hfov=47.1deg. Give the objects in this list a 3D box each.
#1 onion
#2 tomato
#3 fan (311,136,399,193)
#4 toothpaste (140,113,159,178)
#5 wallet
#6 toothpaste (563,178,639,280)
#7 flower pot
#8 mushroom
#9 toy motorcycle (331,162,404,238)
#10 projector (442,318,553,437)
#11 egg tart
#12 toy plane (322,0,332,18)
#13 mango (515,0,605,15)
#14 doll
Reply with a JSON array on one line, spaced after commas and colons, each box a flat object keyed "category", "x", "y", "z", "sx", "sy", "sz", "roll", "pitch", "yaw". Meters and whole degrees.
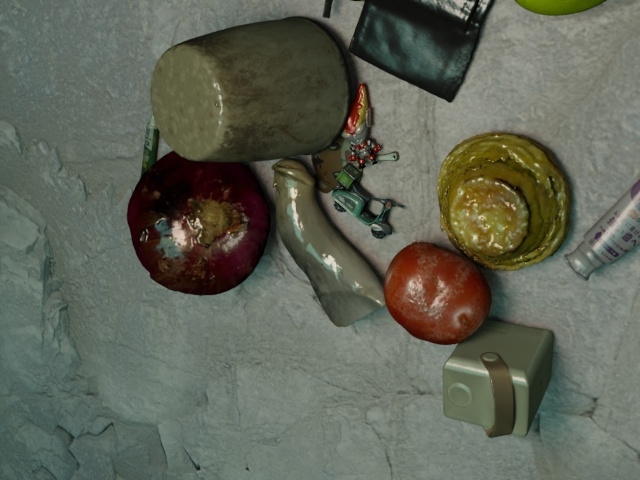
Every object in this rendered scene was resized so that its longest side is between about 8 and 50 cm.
[{"category": "onion", "x": -0.297, "y": -0.040, "z": 1.754, "sx": 0.348, "sy": 0.347, "sz": 0.385, "roll": 61, "pitch": 162, "yaw": -6}, {"category": "tomato", "x": 0.234, "y": 0.113, "z": 1.517, "sx": 0.232, "sy": 0.232, "sz": 0.189, "roll": 32, "pitch": 85, "yaw": 16}, {"category": "fan", "x": 0.070, "y": -0.177, "z": 1.618, "sx": 0.226, "sy": 0.008, "sz": 0.153, "roll": 1, "pitch": 112, "yaw": 32}, {"category": "toothpaste", "x": -0.439, "y": -0.233, "z": 1.891, "sx": 0.049, "sy": 0.031, "sz": 0.204, "roll": 28, "pitch": 125, "yaw": 20}, {"category": "wallet", "x": 0.202, "y": -0.451, "z": 1.387, "sx": 0.247, "sy": 0.041, "sz": 0.323, "roll": 30, "pitch": 128, "yaw": 14}, {"category": "toothpaste", "x": 0.577, "y": -0.044, "z": 1.337, "sx": 0.114, "sy": 0.073, "sz": 0.299, "roll": 45, "pitch": 119, "yaw": 6}, {"category": "flower pot", "x": -0.149, "y": -0.297, "z": 1.470, "sx": 0.293, "sy": 0.330, "sz": 0.294, "roll": 14, "pitch": 112, "yaw": 40}, {"category": "mushroom", "x": 0.000, "y": -0.001, "z": 1.663, "sx": 0.397, "sy": 0.126, "sz": 0.177, "roll": 55, "pitch": 140, "yaw": 1}, {"category": "toy motorcycle", "x": 0.099, "y": -0.080, "z": 1.612, "sx": 0.173, "sy": 0.058, "sz": 0.100, "roll": 41, "pitch": 127, "yaw": 5}, {"category": "projector", "x": 0.362, "y": 0.279, "z": 1.502, "sx": 0.177, "sy": 0.242, "sz": 0.164, "roll": 7, "pitch": 117, "yaw": 28}, {"category": "egg tart", "x": 0.344, "y": -0.064, "z": 1.430, "sx": 0.293, "sy": 0.123, "sz": 0.294, "roll": 12, "pitch": 115, "yaw": 27}, {"category": "toy plane", "x": 0.062, "y": -0.601, "z": 1.351, "sx": 0.155, "sy": 0.106, "sz": 0.382, "roll": 37, "pitch": 134, "yaw": 54}, {"category": "mango", "x": 0.445, "y": -0.492, "z": 1.151, "sx": 0.343, "sy": 0.156, "sz": 0.192, "roll": -35, "pitch": 92, "yaw": 36}, {"category": "doll", "x": 0.074, "y": -0.238, "z": 1.558, "sx": 0.109, "sy": 0.057, "sz": 0.169, "roll": -17, "pitch": 106, "yaw": 27}]
